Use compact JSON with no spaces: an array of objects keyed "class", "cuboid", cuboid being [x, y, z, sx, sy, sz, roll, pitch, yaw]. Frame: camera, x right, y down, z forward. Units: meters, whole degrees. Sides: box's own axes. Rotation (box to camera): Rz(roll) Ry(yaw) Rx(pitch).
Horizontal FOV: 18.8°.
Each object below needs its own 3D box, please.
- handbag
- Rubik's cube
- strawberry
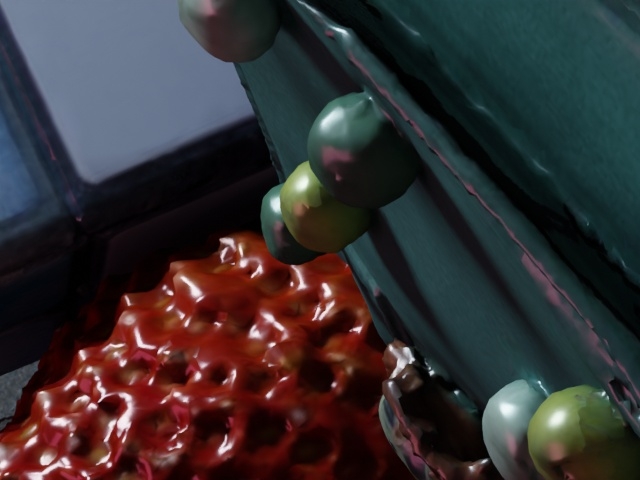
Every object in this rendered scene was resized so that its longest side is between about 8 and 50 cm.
[{"class":"handbag","cuboid":[0.054,0.012,0.585,0.268,0.100,0.274,49,168,25]},{"class":"Rubik's cube","cuboid":[-0.196,-0.101,1.078,0.313,0.318,0.316,120,126,-74]},{"class":"strawberry","cuboid":[-0.073,0.158,0.993,0.267,0.351,0.312,55,162,9]}]
